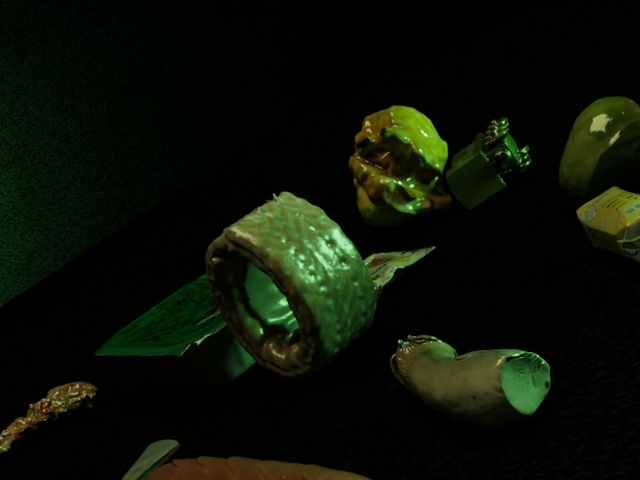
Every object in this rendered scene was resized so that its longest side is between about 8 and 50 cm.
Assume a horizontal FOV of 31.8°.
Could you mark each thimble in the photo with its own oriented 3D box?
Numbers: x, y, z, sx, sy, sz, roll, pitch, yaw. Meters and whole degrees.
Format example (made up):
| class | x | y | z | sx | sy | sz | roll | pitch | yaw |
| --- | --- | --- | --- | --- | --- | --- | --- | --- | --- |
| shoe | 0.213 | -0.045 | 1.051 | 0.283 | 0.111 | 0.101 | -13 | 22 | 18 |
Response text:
| class | x | y | z | sx | sy | sz | roll | pitch | yaw |
| --- | --- | --- | --- | --- | --- | --- | --- | --- | --- |
| thimble | -0.040 | 0.063 | 1.540 | 0.148 | 0.229 | 0.196 | -36 | -3 | -39 |

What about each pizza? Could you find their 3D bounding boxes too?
| class | x | y | z | sx | sy | sz | roll | pitch | yaw |
| --- | --- | --- | --- | --- | --- | --- | --- | --- | --- |
| pizza | -0.478 | 0.297 | 1.916 | 0.195 | 0.052 | 0.185 | -38 | 13 | -36 |

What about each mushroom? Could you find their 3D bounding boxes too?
| class | x | y | z | sx | sy | sz | roll | pitch | yaw |
| --- | --- | --- | --- | --- | --- | --- | --- | --- | --- |
| mushroom | 0.148 | 0.147 | 1.192 | 0.092 | 0.081 | 0.223 | -53 | 19 | -19 |

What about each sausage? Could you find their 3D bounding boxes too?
| class | x | y | z | sx | sy | sz | roll | pitch | yaw |
| --- | --- | --- | --- | --- | --- | --- | --- | --- | --- |
| sausage | -0.073 | 0.268 | 1.155 | 0.088 | 0.088 | 0.433 | -38 | 16 | -37 |

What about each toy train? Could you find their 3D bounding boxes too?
| class | x | y | z | sx | sy | sz | roll | pitch | yaw |
| --- | --- | --- | --- | --- | --- | --- | --- | --- | --- |
| toy train | 0.291 | -0.139 | 1.965 | 0.137 | 0.090 | 0.225 | -36 | 6 | 15 |

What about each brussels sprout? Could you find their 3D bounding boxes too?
| class | x | y | z | sx | sy | sz | roll | pitch | yaw |
| --- | --- | --- | --- | --- | --- | --- | --- | --- | --- |
| brussels sprout | 0.414 | -0.128 | 1.586 | 0.183 | 0.131 | 0.145 | -50 | -19 | -50 |

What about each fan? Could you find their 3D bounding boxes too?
| class | x | y | z | sx | sy | sz | roll | pitch | yaw |
| --- | --- | --- | --- | --- | --- | --- | --- | --- | --- |
| fan | -0.266 | 0.334 | 1.419 | 0.057 | 0.023 | 0.282 | -9 | 21 | 31 |

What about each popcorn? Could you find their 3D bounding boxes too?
| class | x | y | z | sx | sy | sz | roll | pitch | yaw |
| --- | --- | --- | --- | --- | --- | --- | --- | --- | --- |
| popcorn | 0.135 | -0.125 | 2.013 | 0.190 | 0.191 | 0.253 | -38 | 17 | 25 |

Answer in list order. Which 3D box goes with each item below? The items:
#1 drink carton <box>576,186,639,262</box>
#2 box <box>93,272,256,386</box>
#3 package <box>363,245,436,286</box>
| class | x | y | z | sx | sy | sz | roll | pitch | yaw |
| --- | --- | --- | --- | --- | --- | --- | --- | --- | --- |
| drink carton | 0.383 | -0.014 | 1.341 | 0.084 | 0.075 | 0.200 | -29 | 12 | -6 |
| box | -0.176 | 0.146 | 1.770 | 0.264 | 0.106 | 0.336 | -36 | 17 | -31 |
| package | 0.077 | 0.058 | 1.769 | 0.173 | 0.027 | 0.171 | -32 | 13 | -32 |
